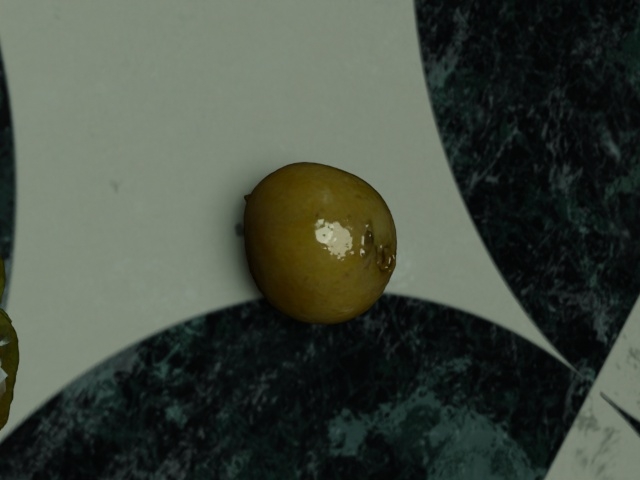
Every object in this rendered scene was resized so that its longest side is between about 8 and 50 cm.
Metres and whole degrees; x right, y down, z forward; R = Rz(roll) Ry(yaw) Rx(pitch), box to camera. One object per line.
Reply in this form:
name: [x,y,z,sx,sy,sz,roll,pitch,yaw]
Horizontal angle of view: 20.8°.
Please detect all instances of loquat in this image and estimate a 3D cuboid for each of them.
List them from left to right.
loquat: [0.000,0.000,1.487,0.141,0.141,0.141,2,86,-32]

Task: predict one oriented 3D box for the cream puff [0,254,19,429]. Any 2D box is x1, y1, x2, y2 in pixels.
cream puff: [-0.333,0.063,1.241,0.244,0.196,0.244,4,83,-32]
